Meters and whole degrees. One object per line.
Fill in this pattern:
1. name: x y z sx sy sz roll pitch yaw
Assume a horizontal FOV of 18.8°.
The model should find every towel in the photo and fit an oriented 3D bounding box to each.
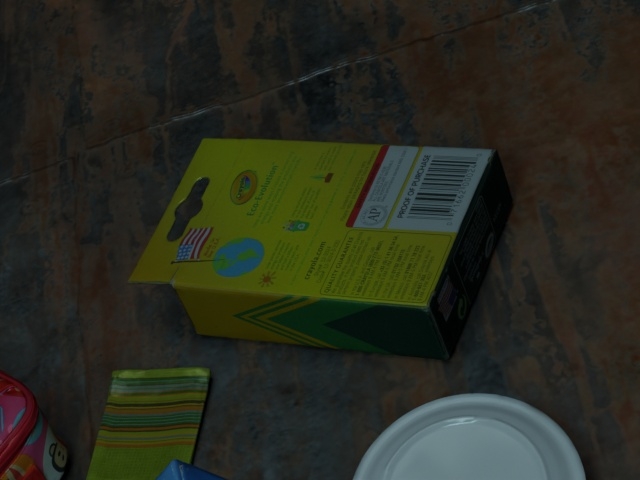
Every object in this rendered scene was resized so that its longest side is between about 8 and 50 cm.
1. towel: -0.166 0.211 1.744 0.102 0.021 0.237 -7 46 19

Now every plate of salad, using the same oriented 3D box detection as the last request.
1. plate of salad: 0.121 0.217 1.591 0.200 0.048 0.199 -8 55 12

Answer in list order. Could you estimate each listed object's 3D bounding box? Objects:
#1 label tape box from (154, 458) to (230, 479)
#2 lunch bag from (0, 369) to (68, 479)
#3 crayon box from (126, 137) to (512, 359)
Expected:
1. label tape box: -0.148 0.371 1.490 0.333 0.106 0.240 -47 38 22
2. lunch bag: -0.378 0.238 1.750 0.258 0.120 0.293 25 63 35
3. crayon box: 0.000 0.000 1.832 0.319 0.081 0.202 5 50 27
